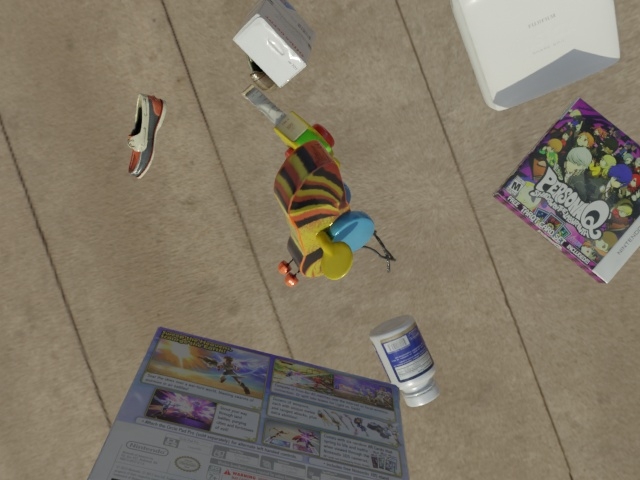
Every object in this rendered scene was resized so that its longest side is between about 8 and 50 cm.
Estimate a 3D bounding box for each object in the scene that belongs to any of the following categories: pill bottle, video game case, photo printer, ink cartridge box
[{"bbox_3d":[0.196,0.274,1.420,0.112,0.112,0.186,-23,94,11],"label":"pill bottle"},{"bbox_3d":[0.440,-0.081,1.024,0.232,0.042,0.210,41,90,4],"label":"video game case"},{"bbox_3d":[0.369,-0.395,1.076,0.256,0.307,0.107,-21,48,16],"label":"photo printer"},{"bbox_3d":[-0.053,0.200,0.571,0.270,0.244,0.061,15,116,-5],"label":"video game case"},{"bbox_3d":[-0.090,-0.427,1.303,0.082,0.190,0.140,-33,117,29],"label":"ink cartridge box"}]

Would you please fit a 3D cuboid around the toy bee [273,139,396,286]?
[{"bbox_3d":[0.000,0.000,0.909,0.162,0.195,0.298,-35,122,2],"label":"toy bee"}]

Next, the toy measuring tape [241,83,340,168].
[{"bbox_3d":[-0.065,-0.253,1.497,0.330,0.121,0.121,43,101,27],"label":"toy measuring tape"}]

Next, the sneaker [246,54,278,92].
[{"bbox_3d":[-0.129,-0.424,1.405,0.066,0.071,0.188,-24,60,29],"label":"sneaker"}]

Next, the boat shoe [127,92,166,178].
[{"bbox_3d":[-0.289,-0.168,1.008,0.049,0.043,0.136,30,105,43],"label":"boat shoe"}]
